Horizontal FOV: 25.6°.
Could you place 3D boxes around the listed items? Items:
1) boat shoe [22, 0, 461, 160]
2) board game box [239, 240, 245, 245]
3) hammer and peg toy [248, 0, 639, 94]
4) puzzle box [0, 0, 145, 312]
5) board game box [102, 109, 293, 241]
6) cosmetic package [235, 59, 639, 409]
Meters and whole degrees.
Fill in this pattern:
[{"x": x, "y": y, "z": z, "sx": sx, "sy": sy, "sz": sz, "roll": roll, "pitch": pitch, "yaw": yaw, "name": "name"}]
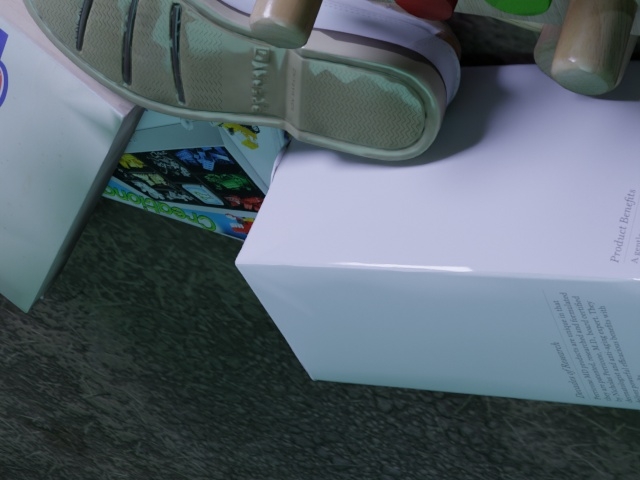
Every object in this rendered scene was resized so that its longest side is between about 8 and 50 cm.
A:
[{"x": -0.052, "y": -0.145, "z": 0.960, "sx": 0.302, "sy": 0.103, "sz": 0.113, "roll": 21, "pitch": 133, "yaw": 5, "name": "boat shoe"}, {"x": 0.000, "y": 0.000, "z": 1.243, "sx": 0.281, "sy": 0.027, "sz": 0.145, "roll": 42, "pitch": 144, "yaw": -24, "name": "board game box"}, {"x": 0.056, "y": -0.169, "z": 0.771, "sx": 0.266, "sy": 0.127, "sz": 0.361, "roll": 12, "pitch": 163, "yaw": 22, "name": "hammer and peg toy"}, {"x": -0.295, "y": -0.107, "z": 1.162, "sx": 0.272, "sy": 0.052, "sz": 0.409, "roll": 40, "pitch": 148, "yaw": -2, "name": "puzzle box"}, {"x": -0.146, "y": -0.103, "z": 1.136, "sx": 0.305, "sy": 0.053, "sz": 0.193, "roll": 18, "pitch": 144, "yaw": 23, "name": "board game box"}, {"x": 0.152, "y": -0.008, "z": 0.954, "sx": 0.366, "sy": 0.197, "sz": 0.155, "roll": 2, "pitch": 142, "yaw": 32, "name": "cosmetic package"}]
